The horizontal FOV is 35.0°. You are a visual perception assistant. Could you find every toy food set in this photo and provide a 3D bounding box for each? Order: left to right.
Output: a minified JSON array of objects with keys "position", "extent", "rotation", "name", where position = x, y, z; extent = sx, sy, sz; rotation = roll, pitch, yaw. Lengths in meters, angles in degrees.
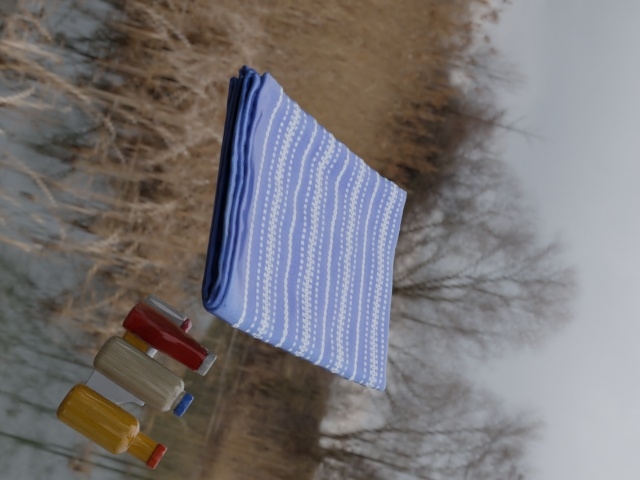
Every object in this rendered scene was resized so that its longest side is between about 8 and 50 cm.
[{"position":[-0.168,0.133,1.027],"extent":[0.111,0.104,0.232],"rotation":[-56,-178,9],"name":"toy food set"}]

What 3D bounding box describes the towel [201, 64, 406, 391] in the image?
[{"position":[0.000,0.000,1.024],"extent":[0.336,0.040,0.243],"rotation":[33,58,-53],"name":"towel"}]
